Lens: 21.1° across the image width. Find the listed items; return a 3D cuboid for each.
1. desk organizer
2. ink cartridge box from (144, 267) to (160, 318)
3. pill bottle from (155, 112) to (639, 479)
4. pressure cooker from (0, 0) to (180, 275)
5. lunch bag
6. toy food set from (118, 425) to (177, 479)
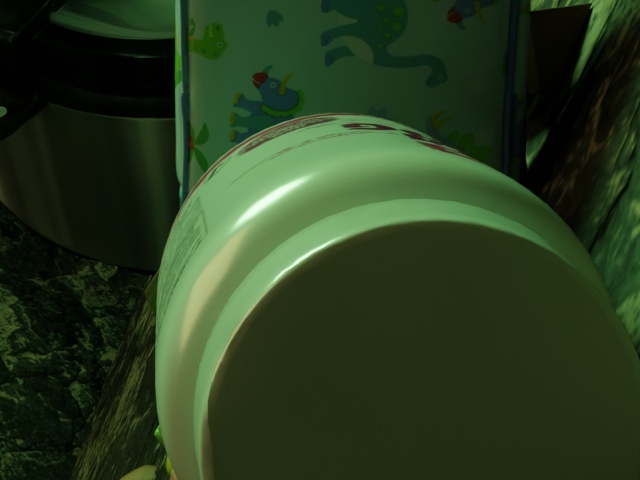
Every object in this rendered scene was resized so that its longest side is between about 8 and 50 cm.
[{"bbox_3d":[0.095,-0.098,0.940,0.130,0.050,0.047,-1,98,65],"label":"desk organizer"},{"bbox_3d":[0.000,0.000,1.092,0.209,0.062,0.109,-26,-10,-24],"label":"ink cartridge box"},{"bbox_3d":[0.020,0.040,0.634,0.283,0.160,0.160,-123,58,-80],"label":"pill bottle"},{"bbox_3d":[-0.112,-0.204,1.209,0.420,0.375,0.370,94,170,-64],"label":"pressure cooker"},{"bbox_3d":[0.017,-0.081,0.846,0.090,0.176,0.219,-95,5,-74],"label":"lunch bag"},{"bbox_3d":[-0.062,0.121,0.857,0.128,0.071,0.218,-58,3,12],"label":"toy food set"}]
